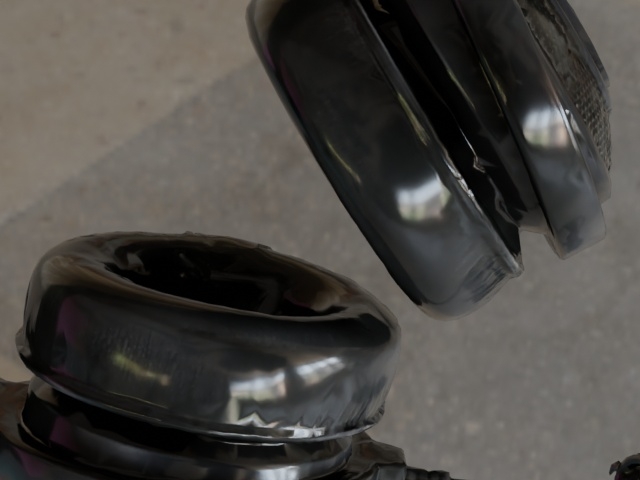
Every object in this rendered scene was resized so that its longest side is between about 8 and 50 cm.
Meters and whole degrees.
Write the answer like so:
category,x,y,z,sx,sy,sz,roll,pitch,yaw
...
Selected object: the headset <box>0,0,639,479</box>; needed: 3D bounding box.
category,x,y,z,sx,sy,sz,roll,pitch,yaw
headset,0.000,0.000,0.625,0.394,0.243,0.185,38,9,-8
